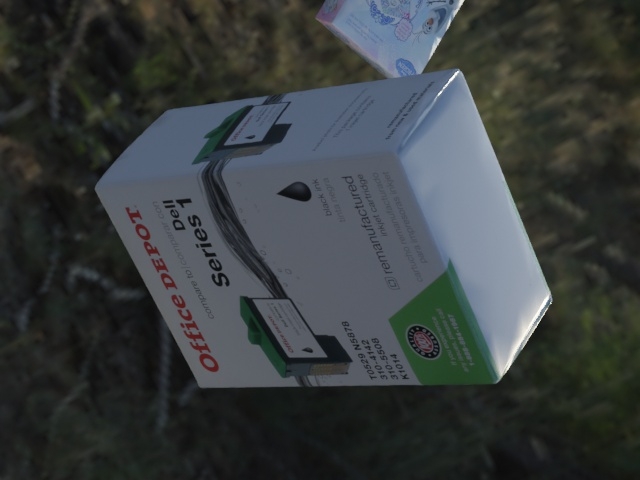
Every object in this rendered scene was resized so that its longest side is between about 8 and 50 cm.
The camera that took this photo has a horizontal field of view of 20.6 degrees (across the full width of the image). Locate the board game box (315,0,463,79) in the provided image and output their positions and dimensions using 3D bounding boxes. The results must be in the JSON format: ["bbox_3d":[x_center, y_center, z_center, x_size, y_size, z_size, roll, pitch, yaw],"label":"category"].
[{"bbox_3d":[0.050,-0.158,1.140,0.020,0.090,0.090,23,-9,46],"label":"board game box"}]

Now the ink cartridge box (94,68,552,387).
[{"bbox_3d":[0.000,0.000,1.022,0.092,0.219,0.160,-52,126,-43],"label":"ink cartridge box"}]
